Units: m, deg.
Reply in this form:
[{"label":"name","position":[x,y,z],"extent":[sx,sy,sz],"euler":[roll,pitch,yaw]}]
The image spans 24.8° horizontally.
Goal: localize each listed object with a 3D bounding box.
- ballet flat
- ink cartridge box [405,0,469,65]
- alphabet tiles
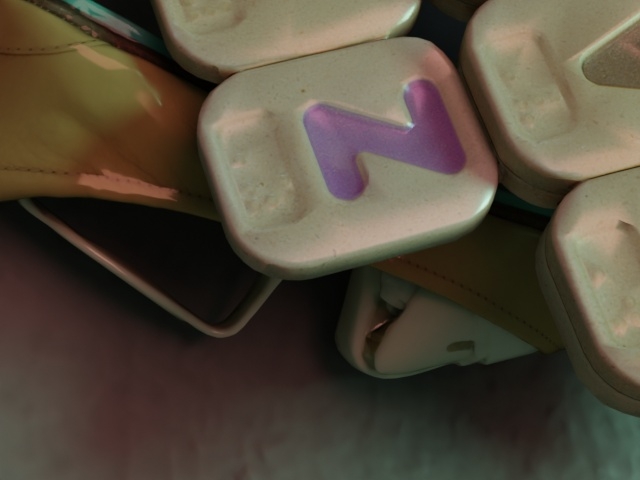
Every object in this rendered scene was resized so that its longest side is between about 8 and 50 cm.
[{"label":"ballet flat","position":[0.000,0.000,0.422],"extent":[0.232,0.080,0.073],"euler":[22,87,-15]},{"label":"ink cartridge box","position":[0.110,-0.103,0.447],"extent":[0.311,0.065,0.185],"euler":[30,66,12]},{"label":"alphabet tiles","position":[0.087,-0.098,0.396],"extent":[0.278,0.021,0.284],"euler":[-14,66,-12]}]
